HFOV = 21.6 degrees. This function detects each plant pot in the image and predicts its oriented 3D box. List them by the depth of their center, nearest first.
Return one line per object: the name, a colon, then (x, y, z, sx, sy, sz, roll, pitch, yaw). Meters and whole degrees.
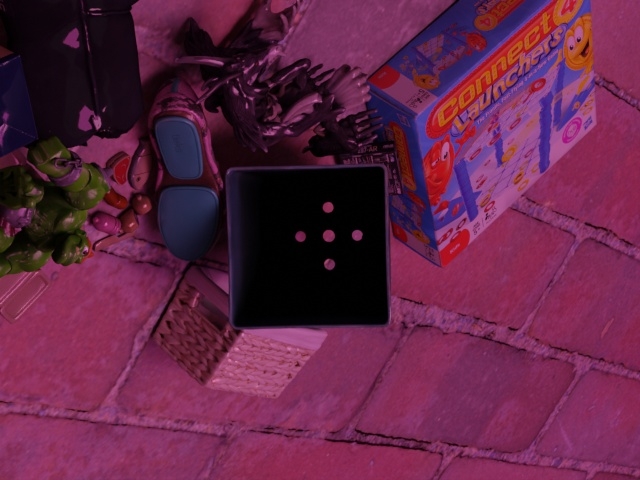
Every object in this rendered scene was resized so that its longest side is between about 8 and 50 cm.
plant pot: (0.000, 0.000, 1.806, 0.234, 0.165, 0.166, -27, 116, -83)

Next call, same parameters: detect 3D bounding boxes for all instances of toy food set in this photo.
toy food set: (-0.199, -0.042, 1.701, 0.078, 0.019, 0.122, -26, 139, -38)

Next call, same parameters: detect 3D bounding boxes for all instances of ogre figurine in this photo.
ogre figurine: (-0.261, -0.022, 1.511, 0.118, 0.097, 0.197, -3, 125, -54)

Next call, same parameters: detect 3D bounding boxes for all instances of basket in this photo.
basket: (-0.093, 0.108, 1.904, 0.103, 0.113, 0.167, -57, 148, 10)

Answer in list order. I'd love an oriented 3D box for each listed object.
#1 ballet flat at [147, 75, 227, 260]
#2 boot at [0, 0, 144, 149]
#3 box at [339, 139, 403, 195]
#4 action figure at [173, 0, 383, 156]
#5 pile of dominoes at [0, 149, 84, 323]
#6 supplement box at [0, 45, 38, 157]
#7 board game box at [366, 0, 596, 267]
ballet flat: (-0.133, -0.077, 1.710, 0.222, 0.076, 0.079, 86, 10, -47)
boot: (-0.180, -0.203, 1.492, 0.246, 0.094, 0.207, -28, 138, -25)
box: (0.061, -0.082, 1.974, 0.067, 0.018, 0.083, -6, 143, 8)
action figure: (-0.036, -0.163, 1.677, 0.141, 0.164, 0.275, -40, 162, 14)
pile of dominoes: (-0.343, -0.006, 1.550, 0.196, 0.040, 0.251, -47, 140, -11)
supplement box: (-0.292, -0.122, 1.421, 0.056, 0.083, 0.083, -31, 131, -32)
board game box: (0.206, -0.166, 2.061, 0.308, 0.086, 0.302, -42, 148, -18)
